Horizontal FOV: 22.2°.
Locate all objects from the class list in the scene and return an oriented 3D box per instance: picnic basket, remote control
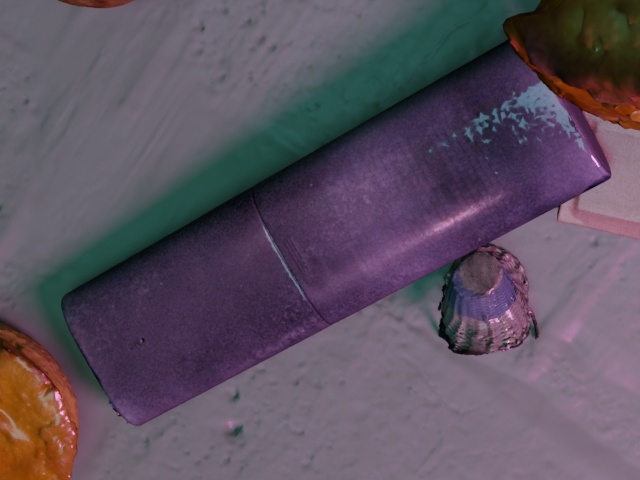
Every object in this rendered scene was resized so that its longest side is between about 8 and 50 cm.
[{"bbox_3d":[0.106,0.043,1.069,0.065,0.083,0.083,-8,147,12],"label":"picnic basket"},{"bbox_3d":[0.000,0.000,1.068,0.377,0.044,0.107,-29,89,22],"label":"remote control"}]

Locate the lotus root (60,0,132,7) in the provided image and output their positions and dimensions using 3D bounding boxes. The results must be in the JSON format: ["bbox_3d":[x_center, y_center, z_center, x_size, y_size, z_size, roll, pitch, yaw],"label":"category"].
[{"bbox_3d":[-0.195,-0.245,1.014,0.260,0.128,0.145,33,94,-4],"label":"lotus root"}]

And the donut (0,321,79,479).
[{"bbox_3d":[-0.250,0.125,1.155,0.178,0.065,0.162,11,111,7],"label":"donut"}]

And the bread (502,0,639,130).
[{"bbox_3d":[0.294,-0.133,0.838,0.398,0.398,0.215,10,94,8],"label":"bread"}]

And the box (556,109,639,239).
[{"bbox_3d":[0.197,-0.046,1.038,0.079,0.035,0.083,14,106,8],"label":"box"}]
